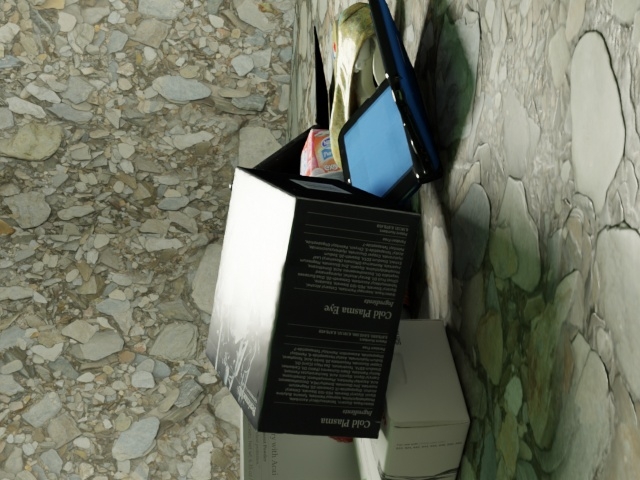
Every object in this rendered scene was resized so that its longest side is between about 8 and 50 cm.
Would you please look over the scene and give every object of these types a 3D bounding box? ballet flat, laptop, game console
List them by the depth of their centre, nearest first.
[{"bbox_3d":[0.074,-0.193,1.492,0.293,0.173,0.250,-99,-16,-46],"label":"game console"},{"bbox_3d":[0.085,-0.265,1.797,0.123,0.123,0.348,-101,10,-56],"label":"ballet flat"},{"bbox_3d":[-0.093,-0.266,2.469,0.236,0.408,0.382,53,174,17],"label":"laptop"}]

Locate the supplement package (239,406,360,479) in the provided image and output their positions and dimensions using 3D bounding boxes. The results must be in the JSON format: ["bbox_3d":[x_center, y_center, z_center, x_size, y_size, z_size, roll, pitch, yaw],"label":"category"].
[{"bbox_3d":[0.009,0.348,1.651,0.175,0.293,0.177,118,150,-77],"label":"supplement package"}]

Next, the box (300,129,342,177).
[{"bbox_3d":[0.023,-0.160,2.195,0.257,0.123,0.128,126,144,-79],"label":"box"}]

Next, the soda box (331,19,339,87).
[{"bbox_3d":[0.062,-0.391,2.110,0.058,0.061,0.181,108,160,-67],"label":"soda box"}]

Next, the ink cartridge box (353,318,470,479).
[{"bbox_3d":[0.126,0.277,1.415,0.198,0.115,0.273,-100,11,-47],"label":"ink cartridge box"}]

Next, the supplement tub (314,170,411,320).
[{"bbox_3d":[0.055,0.053,1.666,0.193,0.194,0.316,109,160,-70],"label":"supplement tub"}]

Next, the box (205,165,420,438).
[{"bbox_3d":[-0.027,0.075,1.382,0.343,0.179,0.312,-149,67,-69],"label":"box"}]
